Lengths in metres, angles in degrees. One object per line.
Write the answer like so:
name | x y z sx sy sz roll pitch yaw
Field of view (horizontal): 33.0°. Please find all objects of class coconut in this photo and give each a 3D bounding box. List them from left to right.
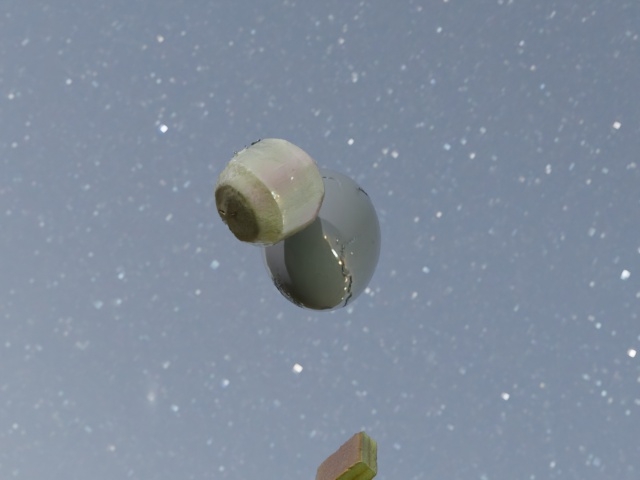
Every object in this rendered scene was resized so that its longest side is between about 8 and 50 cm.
coconut | -0.050 -0.057 1.162 0.110 0.124 0.110 28 -44 32

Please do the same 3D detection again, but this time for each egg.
egg | 0.000 0.000 1.279 0.146 0.199 0.146 -5 -48 -6

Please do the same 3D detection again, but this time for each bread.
bread | 0.032 0.299 1.397 0.090 0.094 0.035 -42 -82 13
